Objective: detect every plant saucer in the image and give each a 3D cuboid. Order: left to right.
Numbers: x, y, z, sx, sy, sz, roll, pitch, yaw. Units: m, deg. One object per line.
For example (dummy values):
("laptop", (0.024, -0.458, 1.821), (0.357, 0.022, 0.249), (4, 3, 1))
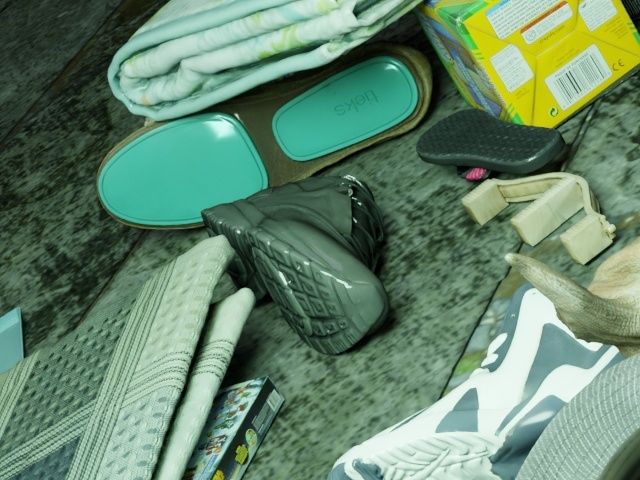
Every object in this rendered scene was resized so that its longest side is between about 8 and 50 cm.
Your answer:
("plant saucer", (-0.305, 0.120, 1.878), (0.067, 0.018, 0.192), (-32, 23, 3))

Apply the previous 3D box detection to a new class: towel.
("towel", (-0.194, 0.163, 1.550), (0.312, 0.056, 0.324), (-32, 25, 31))
("towel", (0.004, -0.247, 1.798), (0.320, 0.090, 0.374), (-44, 20, -30))

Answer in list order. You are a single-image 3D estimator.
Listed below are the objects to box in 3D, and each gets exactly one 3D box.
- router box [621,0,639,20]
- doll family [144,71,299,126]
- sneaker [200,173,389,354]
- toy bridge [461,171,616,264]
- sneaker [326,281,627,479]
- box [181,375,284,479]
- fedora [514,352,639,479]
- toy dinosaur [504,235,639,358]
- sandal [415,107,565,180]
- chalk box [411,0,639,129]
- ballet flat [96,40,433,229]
("router box", (0.325, -0.271, 1.788), (0.133, 0.046, 0.179), (-17, 27, 35))
("doll family", (-0.076, -0.156, 2.048), (0.263, 0.118, 0.163), (-57, 33, -8))
("sneaker", (0.000, 0.000, 1.608), (0.130, 0.109, 0.286), (-29, 24, -12))
("toy bridge", (0.175, -0.024, 1.510), (0.063, 0.026, 0.188), (-37, 21, -12))
("sneaker", (0.118, 0.101, 1.245), (0.235, 0.094, 0.153), (-27, 22, 16))
("box", (-0.093, 0.163, 1.489), (0.094, 0.027, 0.137), (-19, 27, 34))
("fedora", (0.234, 0.153, 0.936), (0.275, 0.124, 0.244), (-6, 36, 34))
("toy dinosaur", (0.227, 0.023, 1.135), (0.295, 0.127, 0.200), (-8, 14, -16))
("sandal", (0.139, -0.071, 1.641), (0.067, 0.040, 0.179), (-41, 28, -18))
("chalk box", (0.167, -0.193, 1.728), (0.132, 0.132, 0.213), (-35, 23, -4))
("ballet flat", (-0.046, -0.104, 1.882), (0.342, 0.116, 0.124), (-24, 8, 18))
